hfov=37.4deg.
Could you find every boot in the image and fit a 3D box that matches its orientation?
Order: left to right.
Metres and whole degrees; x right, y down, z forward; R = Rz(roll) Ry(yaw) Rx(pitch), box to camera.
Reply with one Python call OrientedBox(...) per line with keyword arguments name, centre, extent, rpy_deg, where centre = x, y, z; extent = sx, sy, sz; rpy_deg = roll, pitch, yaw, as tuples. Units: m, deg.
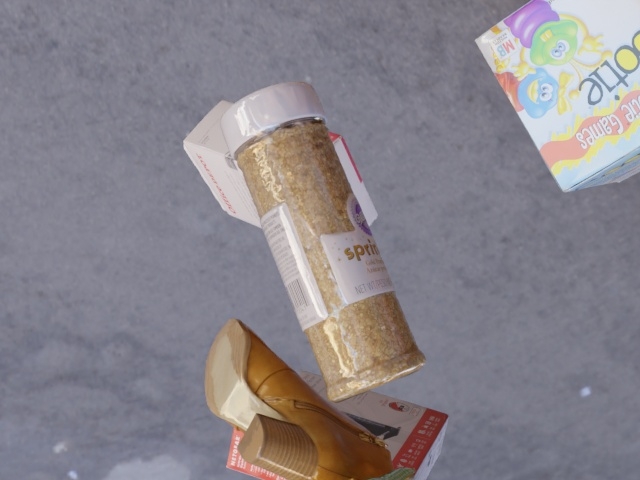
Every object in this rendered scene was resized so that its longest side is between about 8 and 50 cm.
OrientedBox(name="boot", centre=(-0.027, 0.225, 1.227), extent=(0.211, 0.295, 0.104), rpy_deg=(25, 107, -28))

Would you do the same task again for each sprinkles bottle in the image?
OrientedBox(name="sprinkles bottle", centre=(0.000, 0.000, 1.078), extent=(0.121, 0.355, 0.121), rpy_deg=(-21, 170, -4))

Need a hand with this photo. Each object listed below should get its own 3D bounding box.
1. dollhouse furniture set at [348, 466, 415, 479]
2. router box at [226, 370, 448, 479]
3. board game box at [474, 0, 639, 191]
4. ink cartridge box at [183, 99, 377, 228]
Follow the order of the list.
OrientedBox(name="dollhouse furniture set", centre=(-0.036, 0.374, 1.060), extent=(0.301, 0.151, 0.197), rpy_deg=(-68, 159, 3))
OrientedBox(name="router box", centre=(0.042, 0.345, 1.634), extent=(0.335, 0.301, 0.082), rpy_deg=(-24, 127, -71))
OrientedBox(name="board game box", centre=(0.263, -0.140, 0.818), extent=(0.144, 0.142, 0.275), rpy_deg=(-32, 171, 24))
OrientedBox(name="ink cartridge box", centre=(-0.069, -0.106, 1.598), extent=(0.117, 0.283, 0.207), rpy_deg=(-51, 140, -20))
